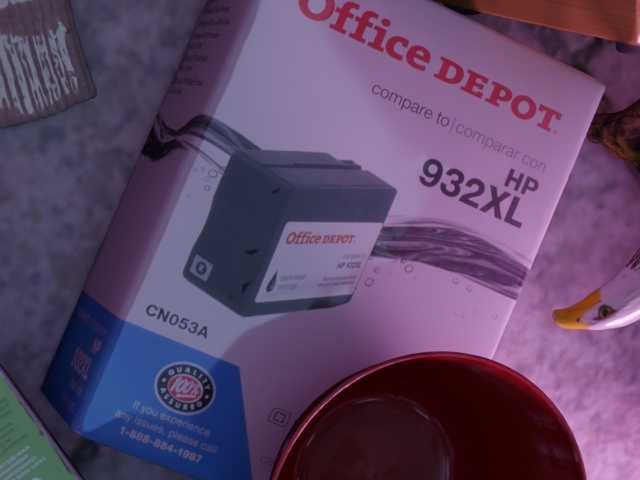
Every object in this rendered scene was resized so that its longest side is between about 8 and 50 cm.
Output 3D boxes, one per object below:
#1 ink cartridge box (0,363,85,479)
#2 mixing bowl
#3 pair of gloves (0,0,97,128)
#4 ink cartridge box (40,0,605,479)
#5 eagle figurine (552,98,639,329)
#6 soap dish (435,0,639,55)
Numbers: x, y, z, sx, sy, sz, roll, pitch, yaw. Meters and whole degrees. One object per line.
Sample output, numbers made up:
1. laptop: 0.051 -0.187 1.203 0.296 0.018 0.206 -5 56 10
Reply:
1. ink cartridge box: -0.176 0.137 1.006 0.062 0.109 0.209 -36 97 -11
2. mixing bowl: 0.044 0.140 0.954 0.181 0.098 0.181 -3 99 -17
3. pair of gloves: -0.260 -0.152 1.001 0.240 0.042 0.204 -11 98 -14
4. ink cartridge box: 0.000 0.000 1.045 0.223 0.129 0.307 23 89 -17
5. eagle figurine: 0.256 0.042 1.087 0.225 0.226 0.298 -24 84 24
6. soap dish: 0.213 -0.186 1.009 0.291 0.229 0.118 -9 108 -32
